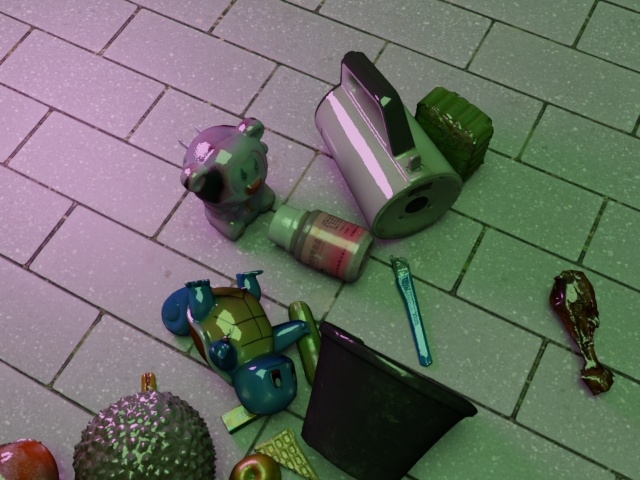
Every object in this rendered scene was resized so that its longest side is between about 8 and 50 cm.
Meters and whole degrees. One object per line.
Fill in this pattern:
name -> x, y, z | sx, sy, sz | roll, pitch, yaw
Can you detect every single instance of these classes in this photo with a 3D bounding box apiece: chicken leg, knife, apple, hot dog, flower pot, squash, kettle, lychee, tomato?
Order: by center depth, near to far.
lychee -> -0.353, 0.453, 1.502 | 0.300, 0.300, 0.299 | -1, 63, 2
tomato -> -0.662, 0.528, 1.518 | 0.232, 0.232, 0.188 | -22, 86, -9
flower pot -> 0.109, 0.361, 1.530 | 0.380, 0.379, 0.251 | 30, 85, 16
apple -> -0.141, 0.512, 1.566 | 0.114, 0.102, 0.099 | -3, 58, -1
chicken leg -> 0.612, 0.214, 1.704 | 0.113, 0.093, 0.304 | 1, 67, -18
hot dog -> -0.406, 0.349, 1.704 | 0.037, 0.021, 0.083 | -11, 62, -2
squash -> -0.024, 0.249, 1.717 | 0.066, 0.066, 0.228 | -16, 64, -6
knife -> 0.222, 0.167, 1.775 | 0.044, 0.026, 0.296 | -11, 66, 0
kettle -> 0.152, -0.246, 1.787 | 0.250, 0.361, 0.376 | -25, 62, -6

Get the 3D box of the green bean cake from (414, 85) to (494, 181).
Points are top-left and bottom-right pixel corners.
green bean cake -> 0.337, -0.273, 1.889 | 0.200, 0.214, 0.113 | 40, 64, 20

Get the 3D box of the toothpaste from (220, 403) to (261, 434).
toothpaste -> -0.142, 0.382, 1.670 | 0.179, 0.037, 0.043 | -28, 64, -11

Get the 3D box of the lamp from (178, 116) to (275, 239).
lamp -> -0.240, -0.169, 1.802 | 0.247, 0.301, 0.247 | -41, 69, -17

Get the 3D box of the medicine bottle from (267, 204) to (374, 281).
medicine bottle -> 0.000, 0.000, 1.800 | 0.247, 0.147, 0.147 | 22, 66, 12

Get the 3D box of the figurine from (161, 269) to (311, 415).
figurine -> -0.205, 0.201, 1.640 | 0.416, 0.298, 0.242 | 36, 108, 28

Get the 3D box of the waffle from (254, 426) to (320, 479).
waffle -> -0.072, 0.503, 1.614 | 0.098, 0.023, 0.152 | -30, 67, -11
